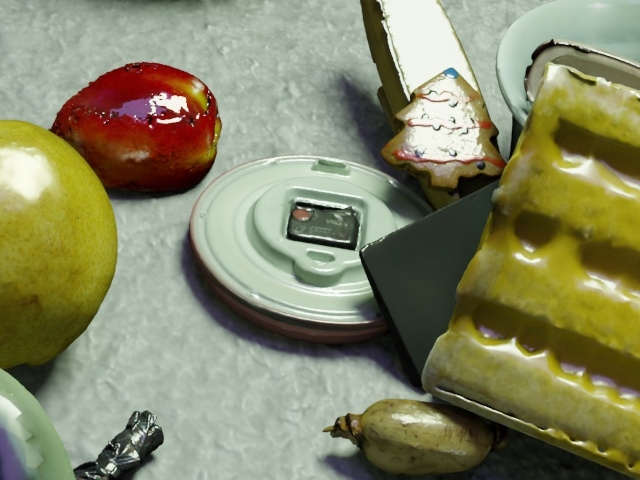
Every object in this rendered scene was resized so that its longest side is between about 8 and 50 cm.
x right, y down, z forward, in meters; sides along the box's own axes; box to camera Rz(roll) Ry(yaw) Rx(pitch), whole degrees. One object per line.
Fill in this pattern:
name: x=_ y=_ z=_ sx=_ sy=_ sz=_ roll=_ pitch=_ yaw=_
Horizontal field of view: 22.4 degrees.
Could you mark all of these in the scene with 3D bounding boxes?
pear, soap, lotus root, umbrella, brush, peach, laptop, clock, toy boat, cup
pear: x=-0.263 y=0.007 z=1.313 sx=0.209 sy=0.209 sz=0.209 roll=7 pitch=41 yaw=-6
soap: x=0.286 y=0.046 z=1.314 sx=0.335 sy=0.293 sz=0.156 roll=20 pitch=5 yaw=8
lotus root: x=0.077 y=0.159 z=1.313 sx=0.152 sy=0.063 sz=0.072 roll=5 pitch=5 yaw=-3
umbrella: x=-0.172 y=0.183 z=1.247 sx=0.037 sy=0.040 sz=0.144 roll=34 pitch=46 yaw=12
brush: x=0.334 y=-0.108 z=1.436 sx=0.313 sy=0.072 sz=0.067 roll=22 pitch=27 yaw=11
peach: x=-0.175 y=-0.113 z=1.548 sx=0.172 sy=0.092 sz=0.127 roll=-3 pitch=45 yaw=-19
laptop: x=0.127 y=0.034 z=1.450 sx=0.197 sy=0.016 sz=0.135 roll=-24 pitch=91 yaw=-36
clock: x=0.000 y=-0.001 z=1.488 sx=0.244 sy=0.056 sz=0.244 roll=7 pitch=41 yaw=-6
toy boat: x=0.107 y=-0.142 z=1.601 sx=0.089 sy=0.121 sz=0.321 roll=-16 pitch=69 yaw=-10
cup: x=0.324 y=-0.081 z=1.572 sx=0.347 sy=0.163 sz=0.347 roll=6 pitch=41 yaw=-5

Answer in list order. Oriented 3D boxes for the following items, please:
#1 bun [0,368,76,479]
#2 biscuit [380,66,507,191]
bun: x=-0.295 y=0.205 z=1.095 sx=0.283 sy=0.179 sz=0.283 roll=0 pitch=70 yaw=-1
biscuit: x=0.117 y=-0.106 z=1.511 sx=0.119 sy=0.019 sz=0.130 roll=6 pitch=65 yaw=-7
